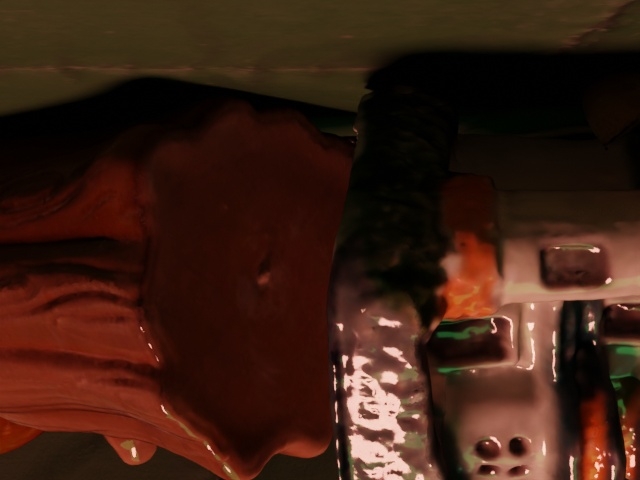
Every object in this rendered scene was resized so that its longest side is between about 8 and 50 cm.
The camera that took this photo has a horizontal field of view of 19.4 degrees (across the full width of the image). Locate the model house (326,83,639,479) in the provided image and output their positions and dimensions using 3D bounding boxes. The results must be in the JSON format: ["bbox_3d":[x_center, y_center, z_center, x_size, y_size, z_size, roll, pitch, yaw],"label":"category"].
[{"bbox_3d":[0.158,0.059,1.020,0.301,0.271,0.190,-3,-149,3],"label":"model house"}]

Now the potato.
[{"bbox_3d":[0.163,-0.078,0.990,0.037,0.036,0.093,-45,171,24],"label":"potato"}]

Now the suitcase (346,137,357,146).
[{"bbox_3d":[0.000,0.000,1.229,0.059,0.126,0.086,-2,175,-8],"label":"suitcase"}]

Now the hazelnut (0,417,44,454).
[{"bbox_3d":[-0.246,0.054,1.288,0.208,0.208,0.208,-1,174,0],"label":"hazelnut"}]

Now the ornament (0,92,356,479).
[{"bbox_3d":[-0.113,0.016,1.109,0.217,0.221,0.235,-1,135,38],"label":"ornament"}]
